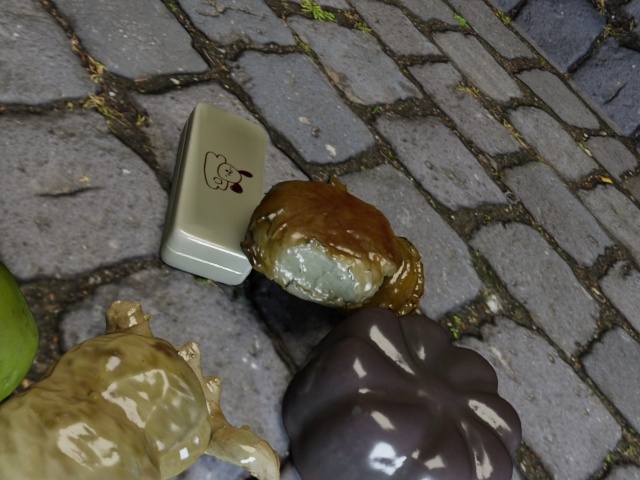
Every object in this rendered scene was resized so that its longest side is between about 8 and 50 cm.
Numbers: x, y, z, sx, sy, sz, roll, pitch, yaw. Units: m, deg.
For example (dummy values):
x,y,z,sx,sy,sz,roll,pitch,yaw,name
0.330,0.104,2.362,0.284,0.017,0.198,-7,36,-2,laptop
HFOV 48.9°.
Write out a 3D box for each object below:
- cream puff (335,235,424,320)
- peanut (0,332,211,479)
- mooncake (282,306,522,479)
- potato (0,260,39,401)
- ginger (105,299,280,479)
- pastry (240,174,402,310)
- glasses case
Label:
x,y,z,sx,sy,sz,roll,pitch,yaw,name
0.090,0.068,1.074,0.150,0.165,0.115,25,-17,48,cream puff
-0.221,0.195,0.714,0.196,0.110,0.233,37,43,5,peanut
0.111,0.228,0.922,0.306,0.154,0.306,24,38,-21,mooncake
-0.404,0.097,0.604,0.216,0.216,0.304,48,32,12,potato
-0.147,0.180,0.828,0.288,0.075,0.089,42,74,3,ginger
0.000,0.000,0.975,0.228,0.100,0.218,4,40,-34,pastry
-0.158,-0.080,1.079,0.131,0.070,0.313,21,42,-21,glasses case
